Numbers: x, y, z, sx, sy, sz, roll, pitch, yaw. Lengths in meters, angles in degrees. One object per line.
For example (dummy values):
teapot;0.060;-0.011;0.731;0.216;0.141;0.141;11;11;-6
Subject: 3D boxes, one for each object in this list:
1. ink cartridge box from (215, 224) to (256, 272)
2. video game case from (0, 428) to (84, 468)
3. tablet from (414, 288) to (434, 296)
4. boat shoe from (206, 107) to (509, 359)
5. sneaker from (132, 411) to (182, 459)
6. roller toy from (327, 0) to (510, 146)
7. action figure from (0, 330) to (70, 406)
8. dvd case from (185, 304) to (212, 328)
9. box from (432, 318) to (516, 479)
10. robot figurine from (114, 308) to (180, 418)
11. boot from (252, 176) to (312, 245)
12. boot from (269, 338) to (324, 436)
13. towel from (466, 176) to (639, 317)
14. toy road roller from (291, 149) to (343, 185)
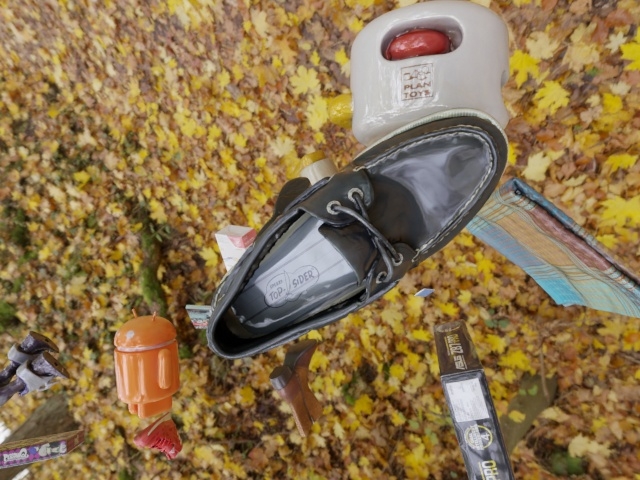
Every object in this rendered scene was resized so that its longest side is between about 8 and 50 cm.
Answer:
ink cartridge box;-0.243;0.056;1.344;0.115;0.067;0.198;6;123;33
video game case;-0.772;0.560;1.147;0.232;0.210;0.041;136;127;-66
tablet;0.415;0.208;1.703;0.054;0.083;0.006;-42;55;30
boat shoe;0.018;0.008;0.391;0.340;0.113;0.127;-29;101;20
sneaker;-0.474;0.606;1.296;0.128;0.087;0.221;53;178;6
roller toy;0.131;-0.185;0.536;0.191;0.209;0.146;178;92;-65
action figure;-0.672;0.322;0.865;0.185;0.285;0.099;38;160;47
dvd case;-0.297;0.203;1.119;0.087;0.013;0.119;2;145;0
box;0.355;0.414;0.966;0.097;0.318;0.395;-16;95;16
robot figurine;-0.368;0.256;0.905;0.158;0.128;0.219;-175;82;-80
boot;-0.041;0.015;0.846;0.085;0.236;0.178;2;146;29
boot;-0.045;0.551;1.634;0.096;0.264;0.280;-16;109;36
towel;0.372;0.024;0.713;0.271;0.040;0.370;42;-176;11
toy road roller;0.037;-0.161;1.415;0.202;0.241;0.329;66;158;7
